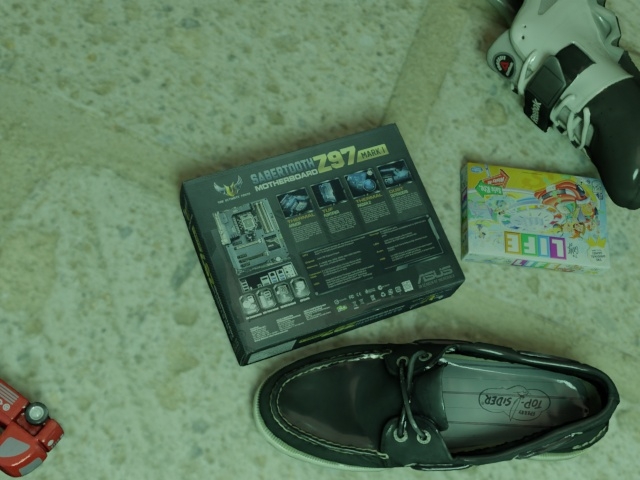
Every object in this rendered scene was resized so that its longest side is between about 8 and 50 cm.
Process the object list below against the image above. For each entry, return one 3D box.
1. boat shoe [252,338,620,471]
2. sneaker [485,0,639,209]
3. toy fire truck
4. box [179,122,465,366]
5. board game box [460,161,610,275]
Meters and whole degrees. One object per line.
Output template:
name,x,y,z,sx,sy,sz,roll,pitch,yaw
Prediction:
boat shoe,0.112,0.147,0.924,0.340,0.113,0.127,8,67,-8
sneaker,0.256,-0.168,1.083,0.146,0.122,0.330,-6,57,-7
toy fire truck,-0.334,0.157,0.866,0.192,0.047,0.135,36,66,5
box,0.000,0.000,0.991,0.233,0.059,0.183,-18,73,-17
board game box,0.225,-0.022,1.063,0.154,0.026,0.103,6,68,-9
